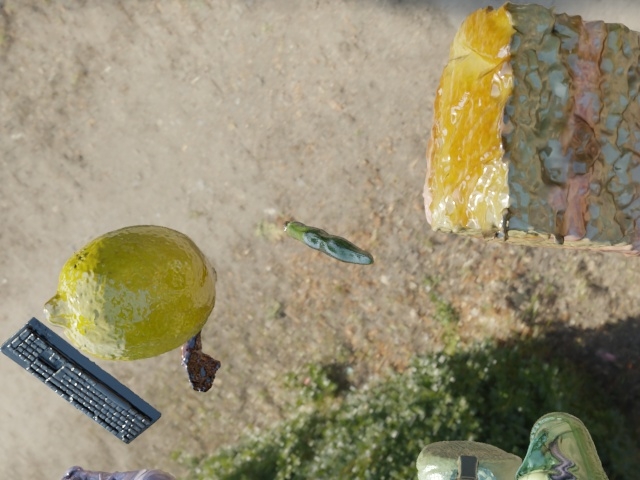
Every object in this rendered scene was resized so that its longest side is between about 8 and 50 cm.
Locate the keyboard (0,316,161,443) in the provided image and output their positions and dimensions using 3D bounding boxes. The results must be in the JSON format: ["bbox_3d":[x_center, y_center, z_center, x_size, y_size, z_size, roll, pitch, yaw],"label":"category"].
[{"bbox_3d":[-0.284,0.171,1.042,0.196,0.015,0.074,42,120,-18],"label":"keyboard"}]

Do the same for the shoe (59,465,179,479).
[{"bbox_3d":[-0.272,0.330,1.113,0.137,0.095,0.245,37,136,-6],"label":"shoe"}]

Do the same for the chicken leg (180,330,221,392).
[{"bbox_3d":[-0.289,0.268,2.074,0.053,0.093,0.205,-134,29,-57],"label":"chicken leg"}]

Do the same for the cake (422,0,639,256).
[{"bbox_3d":[0.318,-0.136,1.197,0.293,0.307,0.314,-173,88,-71],"label":"cake"}]

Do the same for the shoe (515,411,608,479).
[{"bbox_3d":[0.328,0.328,1.193,0.128,0.262,0.140,11,113,-11],"label":"shoe"}]

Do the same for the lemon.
[{"bbox_3d":[-0.336,0.096,1.579,0.245,0.320,0.245,44,141,52],"label":"lemon"}]

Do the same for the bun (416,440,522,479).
[{"bbox_3d":[0.293,0.468,1.744,0.221,0.221,0.108,-1,87,36],"label":"bun"}]

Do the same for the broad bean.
[{"bbox_3d":[-0.001,0.000,1.693,0.060,0.043,0.297,31,175,-40],"label":"broad bean"}]

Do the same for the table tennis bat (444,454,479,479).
[{"bbox_3d":[0.234,0.404,1.408,0.173,0.301,0.022,5,96,9],"label":"table tennis bat"}]
